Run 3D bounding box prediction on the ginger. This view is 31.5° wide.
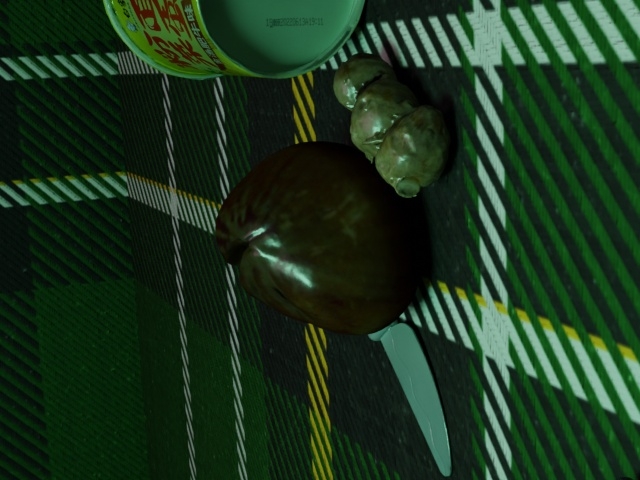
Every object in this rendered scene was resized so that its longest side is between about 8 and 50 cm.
[{"bbox_3d":[0.077,-0.136,1.260,0.204,0.080,0.104,57,133,46],"label":"ginger"}]

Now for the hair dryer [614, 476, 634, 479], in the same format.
[{"bbox_3d":[0.267,0.261,0.949,0.063,0.037,0.114,-139,39,-59],"label":"hair dryer"}]

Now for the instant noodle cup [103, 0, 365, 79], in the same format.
[{"bbox_3d":[-0.097,-0.334,1.396,0.221,0.311,0.311,27,122,54],"label":"instant noodle cup"}]

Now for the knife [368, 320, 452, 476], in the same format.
[{"bbox_3d":[0.093,0.126,1.365,0.331,0.044,0.080,62,141,32],"label":"knife"}]

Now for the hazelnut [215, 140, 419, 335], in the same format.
[{"bbox_3d":[0.000,0.000,1.310,0.251,0.217,0.217,47,144,25],"label":"hazelnut"}]
